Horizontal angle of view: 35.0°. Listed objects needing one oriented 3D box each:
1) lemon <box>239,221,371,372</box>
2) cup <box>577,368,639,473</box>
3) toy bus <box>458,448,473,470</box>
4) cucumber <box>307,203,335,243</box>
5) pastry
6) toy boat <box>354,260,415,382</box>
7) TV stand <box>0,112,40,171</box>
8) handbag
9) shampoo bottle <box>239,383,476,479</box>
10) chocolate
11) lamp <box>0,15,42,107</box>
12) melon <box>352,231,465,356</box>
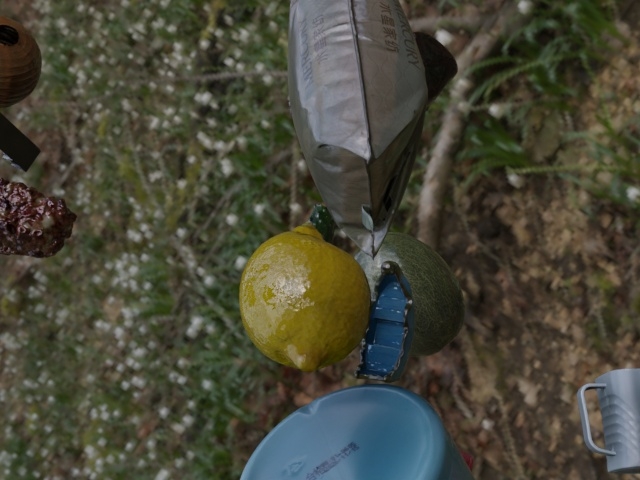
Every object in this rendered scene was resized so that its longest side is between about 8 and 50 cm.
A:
[{"bbox_3d":[-0.021,0.082,1.424,0.187,0.187,0.244,121,152,-45],"label":"lemon"},{"bbox_3d":[0.390,0.224,1.275,0.095,0.128,0.129,110,161,-70],"label":"cup"},{"bbox_3d":[0.220,0.427,2.053,0.077,0.192,0.065,-29,37,50],"label":"toy bus"},{"bbox_3d":[0.000,0.000,1.635,0.067,0.035,0.107,65,-145,-50],"label":"cucumber"},{"bbox_3d":[-0.486,-0.034,1.567,0.115,0.208,0.097,95,-165,-53],"label":"pastry"},{"bbox_3d":[0.099,0.125,1.542,0.077,0.075,0.185,36,-114,-59],"label":"toy boat"},{"bbox_3d":[-0.548,-0.195,1.653,0.049,0.040,0.256,-60,-26,-13],"label":"TV stand"},{"bbox_3d":[0.029,-0.131,0.875,0.182,0.117,0.270,80,-177,-59],"label":"handbag"},{"bbox_3d":[0.088,0.436,1.493,0.331,0.342,0.331,-21,30,13],"label":"shampoo bottle"},{"bbox_3d":[0.187,-0.296,1.800,0.080,0.125,0.148,147,127,-68],"label":"chocolate"},{"bbox_3d":[-0.473,-0.260,1.475,0.136,0.136,0.136,-57,-2,-3],"label":"lamp"},{"bbox_3d":[0.196,0.120,2.336,0.237,0.301,0.237,-37,3,2],"label":"melon"}]
